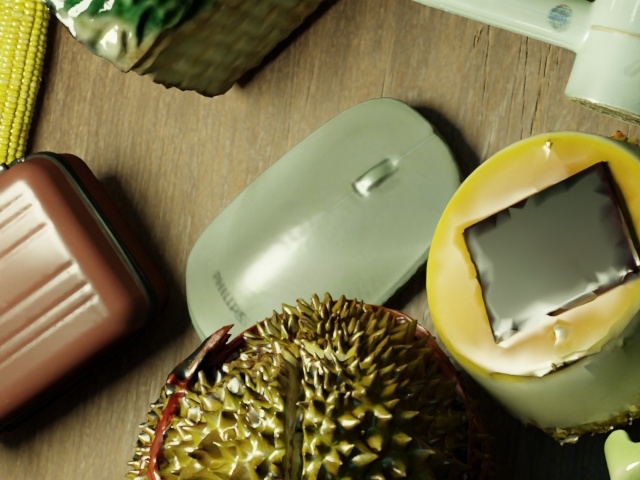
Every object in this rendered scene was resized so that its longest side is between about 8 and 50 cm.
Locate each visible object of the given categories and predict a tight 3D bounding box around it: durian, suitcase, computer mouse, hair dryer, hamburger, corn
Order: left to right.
[{"bbox_3d":[-0.360,-0.165,2.146,0.081,0.081,0.248,10,85,27],"label":"corn"},{"bbox_3d":[-0.330,0.064,2.022,0.297,0.161,0.236,-34,88,17],"label":"suitcase"},{"bbox_3d":[-0.009,0.220,1.754,0.348,0.384,0.347,5,72,-14],"label":"durian"},{"bbox_3d":[-0.002,-0.001,1.938,0.331,0.095,0.197,-43,70,14],"label":"computer mouse"},{"bbox_3d":[0.190,-0.238,1.824,0.357,0.107,0.173,18,91,8],"label":"hair dryer"},{"bbox_3d":[0.238,0.036,1.749,0.276,0.179,0.294,-31,54,22],"label":"hamburger"}]

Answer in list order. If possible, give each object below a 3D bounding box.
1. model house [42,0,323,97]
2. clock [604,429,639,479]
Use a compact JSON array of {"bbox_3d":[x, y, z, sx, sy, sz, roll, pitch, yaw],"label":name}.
[{"bbox_3d":[-0.135,-0.439,1.917,0.400,0.395,0.445,-39,71,13],"label":"model house"},{"bbox_3d":[0.382,0.197,1.680,0.232,0.170,0.069,-28,32,14],"label":"clock"}]
